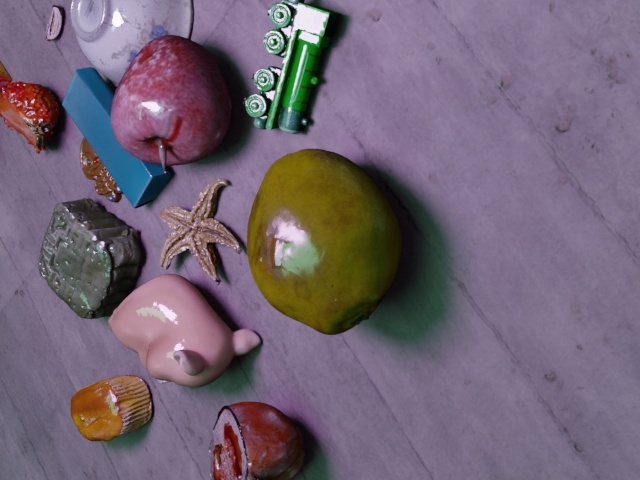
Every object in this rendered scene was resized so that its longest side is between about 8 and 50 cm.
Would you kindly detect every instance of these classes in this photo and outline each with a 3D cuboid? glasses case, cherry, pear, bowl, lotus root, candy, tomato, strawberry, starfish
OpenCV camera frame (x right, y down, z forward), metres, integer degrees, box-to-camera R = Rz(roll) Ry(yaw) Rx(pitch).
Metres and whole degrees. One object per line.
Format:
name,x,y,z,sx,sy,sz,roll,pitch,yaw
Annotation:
glasses case,-0.436,-0.222,1.700,0.301,0.070,0.117,53,133,11
cherry,-0.283,-0.248,1.516,0.236,0.213,0.285,-6,66,11
pear,0.000,0.000,1.315,0.269,0.269,0.321,-34,62,33
bowl,-0.421,-0.462,1.635,0.313,0.146,0.313,4,97,34
lotus root,-0.614,-0.501,1.842,0.083,0.030,0.037,-69,27,16
candy,-0.827,-0.421,1.998,0.122,0.038,0.062,51,120,21
tomato,-0.110,0.399,1.480,0.181,0.155,0.214,65,146,32
strawberry,-0.678,-0.311,1.869,0.236,0.106,0.175,41,153,27
starfish,-0.245,-0.022,1.610,0.227,0.043,0.240,41,113,23

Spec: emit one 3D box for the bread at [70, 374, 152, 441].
bread,-0.473,0.376,1.776,0.190,0.114,0.132,-25,82,40

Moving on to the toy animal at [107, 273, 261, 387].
toy animal,-0.292,0.191,1.576,0.256,0.195,0.213,46,126,20

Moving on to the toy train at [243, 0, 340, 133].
toy train,-0.051,-0.311,1.425,0.119,0.085,0.251,22,111,16

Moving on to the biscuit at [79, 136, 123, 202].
biscuit,-0.488,-0.170,1.783,0.124,0.026,0.175,-44,69,31

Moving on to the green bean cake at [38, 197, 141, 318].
green bean cake,-0.509,0.040,1.763,0.227,0.125,0.222,37,115,22
